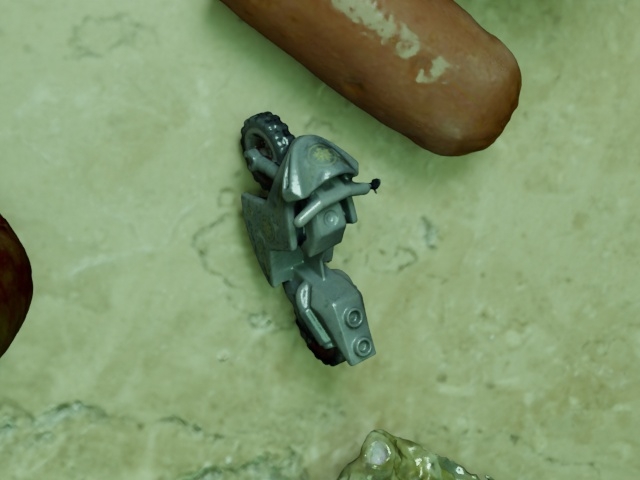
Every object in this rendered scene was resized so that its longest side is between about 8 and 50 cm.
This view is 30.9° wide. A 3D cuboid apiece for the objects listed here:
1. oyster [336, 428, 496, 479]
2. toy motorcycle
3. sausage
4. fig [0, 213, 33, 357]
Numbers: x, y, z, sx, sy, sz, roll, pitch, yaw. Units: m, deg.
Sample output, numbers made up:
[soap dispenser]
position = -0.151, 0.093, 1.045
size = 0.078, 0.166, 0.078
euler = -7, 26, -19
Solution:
[oyster]
position = 0.101, 0.312, 0.992
size = 0.238, 0.115, 0.351
euler = -26, 105, -11
[toy motorcycle]
position = 0.000, 0.000, 0.913
size = 0.080, 0.122, 0.215
euler = -24, 105, -28
[sausage]
position = 0.044, -0.163, 0.909
size = 0.259, 0.113, 0.113
euler = 35, 87, -17
[fig]
position = -0.336, 0.078, 0.806
size = 0.290, 0.190, 0.190
euler = -44, 108, 8
